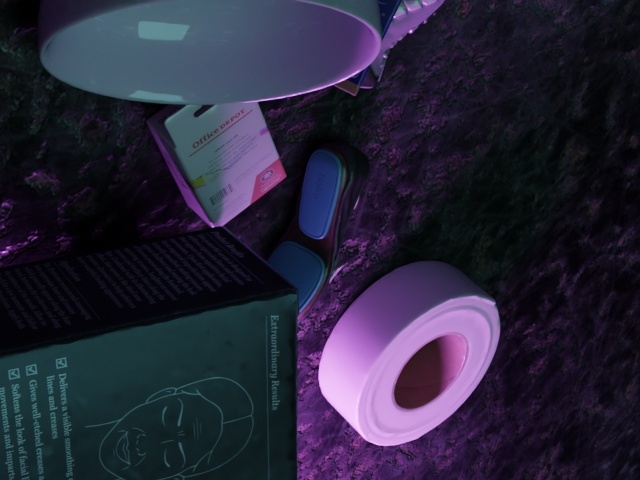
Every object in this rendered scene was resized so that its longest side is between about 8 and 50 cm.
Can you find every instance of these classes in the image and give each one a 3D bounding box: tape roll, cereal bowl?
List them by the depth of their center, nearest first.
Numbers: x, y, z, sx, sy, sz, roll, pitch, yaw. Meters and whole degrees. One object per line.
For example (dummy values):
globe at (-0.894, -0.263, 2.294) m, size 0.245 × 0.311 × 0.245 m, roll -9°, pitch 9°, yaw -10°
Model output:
cereal bowl at (-0.109, -0.245, 1.361) m, size 0.339 × 0.339 × 0.141 m, roll 10°, pitch 74°, yaw -48°
tape roll at (0.139, 0.171, 2.095) m, size 0.286 × 0.100 × 0.286 m, roll -25°, pitch 137°, yaw -26°

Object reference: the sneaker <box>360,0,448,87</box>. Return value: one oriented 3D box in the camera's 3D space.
sneaker at (0.083, -0.261, 1.686) m, size 0.228 × 0.086 × 0.132 m, roll -26°, pitch 144°, yaw -11°

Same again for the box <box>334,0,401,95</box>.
box at (0.028, -0.294, 1.558) m, size 0.225 × 0.136 × 0.036 m, roll -64°, pitch 179°, yaw 18°

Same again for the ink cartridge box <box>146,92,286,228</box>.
ink cartridge box at (-0.124, -0.119, 1.610) m, size 0.115 × 0.067 × 0.198 m, roll -38°, pitch 143°, yaw -14°

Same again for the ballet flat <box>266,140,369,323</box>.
ballet flat at (0.000, 0.000, 1.819) m, size 0.096 × 0.095 × 0.280 m, roll -11°, pitch 130°, yaw -54°

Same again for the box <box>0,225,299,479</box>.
box at (-0.240, 0.181, 1.544) m, size 0.395 × 0.212 × 0.294 m, roll -11°, pitch 116°, yaw -25°
